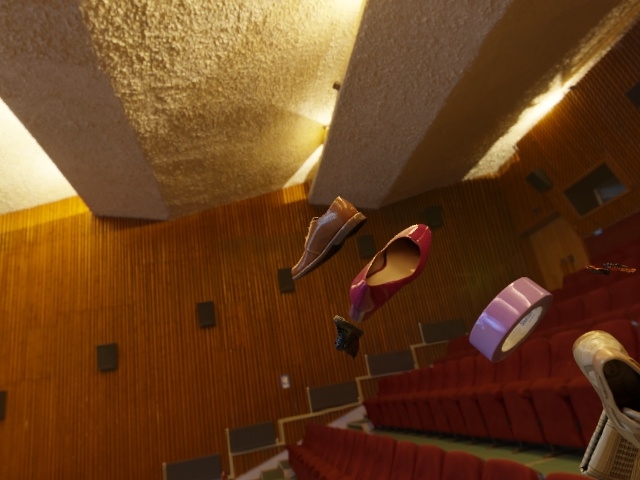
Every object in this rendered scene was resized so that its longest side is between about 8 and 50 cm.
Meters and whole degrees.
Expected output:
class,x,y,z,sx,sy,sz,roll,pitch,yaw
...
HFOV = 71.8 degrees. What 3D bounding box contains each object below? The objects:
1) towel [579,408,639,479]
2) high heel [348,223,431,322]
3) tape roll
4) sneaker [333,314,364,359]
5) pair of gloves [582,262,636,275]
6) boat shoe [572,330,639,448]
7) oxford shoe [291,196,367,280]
class,x,y,z,sx,sy,sz,roll,pitch,yaw
towel,0.946,0.591,1.343,0.312,0.324,0.056,27,-5,-24
high heel,0.207,0.050,1.158,0.127,0.377,0.181,32,-32,14
tape roll,0.593,0.249,1.377,0.275,0.090,0.275,-26,-41,-25
sneaker,0.070,0.274,1.242,0.051,0.089,0.170,31,-5,40
pair of gloves,0.643,0.066,0.988,0.074,0.010,0.083,14,-14,-18
boat shoe,0.649,0.344,0.905,0.121,0.341,0.110,-40,6,15
oxford shoe,0.000,0.000,0.846,0.212,0.076,0.076,-49,-12,33
